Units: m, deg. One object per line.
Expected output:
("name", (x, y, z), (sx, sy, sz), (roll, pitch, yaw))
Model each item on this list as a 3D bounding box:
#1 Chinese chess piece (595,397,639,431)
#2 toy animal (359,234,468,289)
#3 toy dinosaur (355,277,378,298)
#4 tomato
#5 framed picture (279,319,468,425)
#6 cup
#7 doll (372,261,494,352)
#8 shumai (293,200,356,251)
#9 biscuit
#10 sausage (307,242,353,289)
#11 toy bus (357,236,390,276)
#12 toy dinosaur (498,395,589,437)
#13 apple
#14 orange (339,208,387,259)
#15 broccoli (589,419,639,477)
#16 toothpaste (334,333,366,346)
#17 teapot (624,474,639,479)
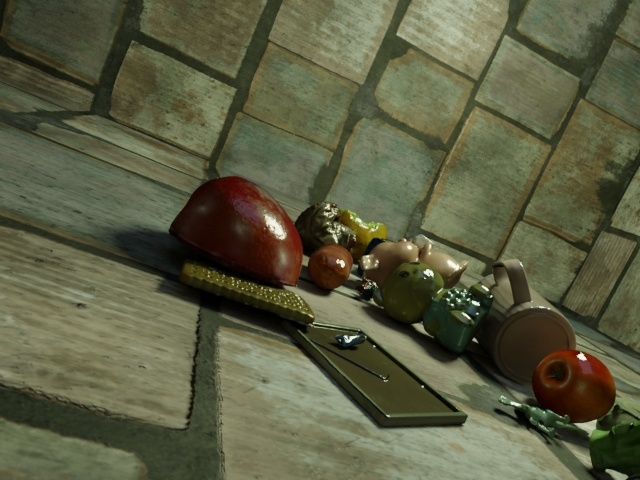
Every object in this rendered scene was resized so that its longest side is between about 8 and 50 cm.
("Chinese chess piece", (0.701, 0.424, 1.082), (0.237, 0.092, 0.238), (23, 10, -4))
("toy animal", (0.263, 0.085, 1.505), (0.256, 0.213, 0.195), (34, -11, 20))
("toy dinosaur", (0.136, 0.135, 1.416), (0.055, 0.049, 0.154), (39, 6, 24))
("tomato", (-0.149, -0.027, 1.119), (0.289, 0.176, 0.335), (27, -1, 5))
("framed picture", (0.084, 0.217, 0.885), (0.211, 0.020, 0.289), (17, 12, -41))
("cup", (0.516, 0.194, 1.342), (0.208, 0.288, 0.273), (16, 12, -2))
("doll", (0.275, 0.155, 1.295), (0.260, 0.161, 0.177), (29, 49, 25))
("shumai", (-0.002, -0.001, 1.671), (0.184, 0.218, 0.185), (9, 55, -47))
("biscuit", (-0.133, 0.090, 0.957), (0.254, 0.029, 0.172), (21, 2, -13))
("sausage", (0.026, 0.064, 1.355), (0.113, 0.114, 0.259), (25, 7, 4))
("toy bus", (0.282, 0.107, 1.688), (0.287, 0.138, 0.175), (27, 8, 16))
("toy dinosaur", (0.429, 0.344, 1.009), (0.187, 0.044, 0.106), (17, -4, -35))
("apple", (0.536, 0.309, 1.106), (0.139, 0.163, 0.163), (28, 6, -29))
("orange", (0.129, -0.013, 1.864), (0.237, 0.158, 0.179), (20, -29, -34))
("broccoli", (0.597, 0.361, 0.854), (0.269, 0.269, 0.254), (32, 2, 43))
("toothpaste", (0.057, 0.178, 0.932), (0.083, 0.019, 0.027), (6, 36, -52))
("teapot", (0.493, 0.400, 0.800), (0.088, 0.066, 0.057), (1, -33, 49))
